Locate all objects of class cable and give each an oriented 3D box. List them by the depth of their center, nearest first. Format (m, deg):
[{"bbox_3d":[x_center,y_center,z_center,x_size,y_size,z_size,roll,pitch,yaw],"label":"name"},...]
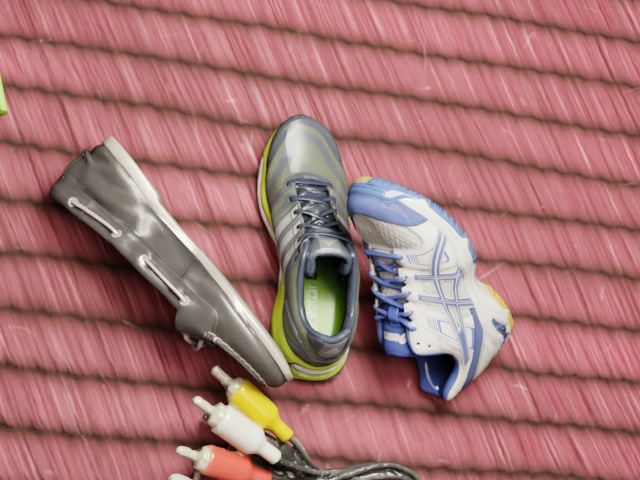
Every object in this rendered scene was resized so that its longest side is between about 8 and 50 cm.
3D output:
[{"bbox_3d":[-0.023,0.254,1.623,0.287,0.072,0.139,27,76,-8],"label":"cable"}]

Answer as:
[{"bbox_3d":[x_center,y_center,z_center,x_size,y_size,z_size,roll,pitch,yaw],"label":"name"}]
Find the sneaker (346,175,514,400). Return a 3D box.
[{"bbox_3d":[0.106,0.059,1.633,0.131,0.112,0.296,-53,126,-20],"label":"sneaker"}]

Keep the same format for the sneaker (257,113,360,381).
[{"bbox_3d":[0.000,0.000,1.669,0.111,0.121,0.300,-3,77,-17],"label":"sneaker"}]

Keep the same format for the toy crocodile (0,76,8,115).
[{"bbox_3d":[-0.498,-0.135,1.580,0.340,0.105,0.115,-14,80,-24],"label":"toy crocodile"}]

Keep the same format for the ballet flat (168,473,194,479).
[{"bbox_3d":[-0.166,0.275,1.564,0.188,0.070,0.070,-13,79,-5],"label":"ballet flat"}]

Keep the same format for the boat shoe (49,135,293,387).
[{"bbox_3d":[-0.162,0.041,1.628,0.095,0.112,0.335,-38,83,-4],"label":"boat shoe"}]
